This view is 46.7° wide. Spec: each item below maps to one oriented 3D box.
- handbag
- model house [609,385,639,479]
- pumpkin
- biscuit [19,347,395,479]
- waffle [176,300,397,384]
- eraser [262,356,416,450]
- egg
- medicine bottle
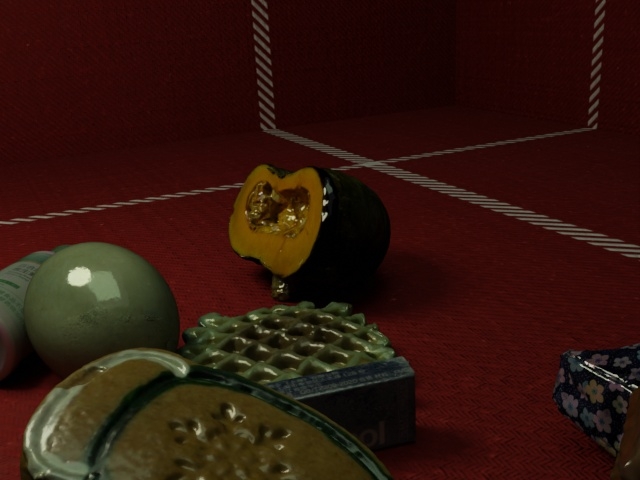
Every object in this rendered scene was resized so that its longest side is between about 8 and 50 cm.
[{"bbox_3d":[0.378,0.171,0.772,0.208,0.126,0.229,-4,17,-25],"label":"handbag"},{"bbox_3d":[0.263,0.197,0.398,0.252,0.329,0.295,3,21,28],"label":"model house"},{"bbox_3d":[0.000,0.000,1.291,0.232,0.241,0.325,21,0,-31],"label":"pumpkin"},{"bbox_3d":[-0.096,0.215,0.631,0.344,0.057,0.287,24,29,10],"label":"biscuit"},{"bbox_3d":[-0.051,0.153,1.004,0.292,0.056,0.309,-6,18,-10],"label":"waffle"},{"bbox_3d":[0.002,0.195,0.818,0.213,0.091,0.046,-9,21,-14],"label":"eraser"},{"bbox_3d":[-0.292,0.099,0.990,0.253,0.186,0.187,31,35,35],"label":"egg"},{"bbox_3d":[-0.440,0.097,1.117,0.134,0.133,0.274,1,18,12],"label":"medicine bottle"}]
